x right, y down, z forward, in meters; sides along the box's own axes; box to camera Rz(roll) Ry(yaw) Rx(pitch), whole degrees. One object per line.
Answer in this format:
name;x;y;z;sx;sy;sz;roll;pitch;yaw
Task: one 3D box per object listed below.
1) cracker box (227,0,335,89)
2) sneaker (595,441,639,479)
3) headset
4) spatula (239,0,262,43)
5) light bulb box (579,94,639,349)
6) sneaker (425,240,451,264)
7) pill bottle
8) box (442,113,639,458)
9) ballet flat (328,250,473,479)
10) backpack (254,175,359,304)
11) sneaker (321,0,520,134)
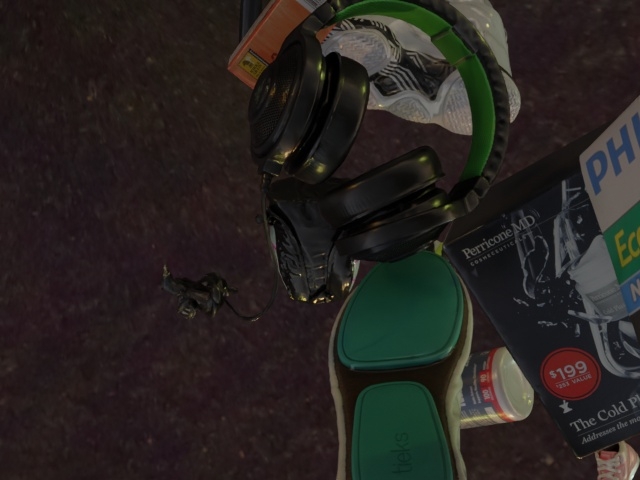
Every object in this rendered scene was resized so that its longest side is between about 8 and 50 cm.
cracker box;-0.036;-0.247;1.071;0.067;0.232;0.155;37;98;-12
sneaker;0.413;0.342;1.330;0.070;0.051;0.134;50;55;-30
headset;0.013;-0.072;0.903;0.243;0.185;0.394;47;67;-10
spatula;-0.090;-0.391;1.231;0.084;0.030;0.296;0;109;-13
light bulb box;0.415;-0.042;0.537;0.361;0.225;0.358;-2;155;-17
sneaker;0.134;0.068;1.540;0.097;0.235;0.084;31;136;15
pill bottle;0.213;0.225;1.380;0.180;0.108;0.108;-18;123;35
box;0.374;0.030;1.091;0.343;0.179;0.312;-31;97;22
ballet flat;0.074;0.157;0.845;0.139;0.400;0.139;3;120;5
backpack;0.000;0.000;1.308;0.152;0.115;0.182;4;125;13
sneaker;0.117;-0.294;1.348;0.366;0.210;0.137;17;143;-10
